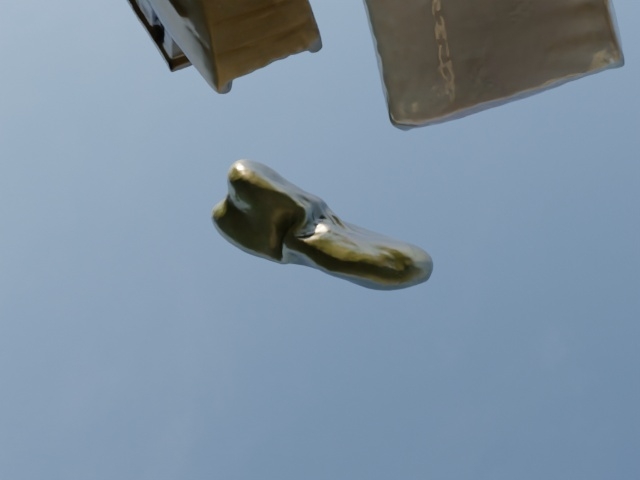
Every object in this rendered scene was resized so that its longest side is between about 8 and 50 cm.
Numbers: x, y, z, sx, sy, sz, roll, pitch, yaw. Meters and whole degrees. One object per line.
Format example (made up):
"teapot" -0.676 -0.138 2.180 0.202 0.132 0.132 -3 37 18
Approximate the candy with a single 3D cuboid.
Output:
"candy" 0.121 -0.289 1.011 0.208 0.145 0.359 -12 -71 14

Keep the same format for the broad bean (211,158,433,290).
"broad bean" 0.001 -0.003 1.104 0.206 0.153 0.072 27 -76 0

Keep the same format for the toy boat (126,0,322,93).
"toy boat" -0.067 -0.139 0.475 0.057 0.077 0.200 -25 -110 -17
